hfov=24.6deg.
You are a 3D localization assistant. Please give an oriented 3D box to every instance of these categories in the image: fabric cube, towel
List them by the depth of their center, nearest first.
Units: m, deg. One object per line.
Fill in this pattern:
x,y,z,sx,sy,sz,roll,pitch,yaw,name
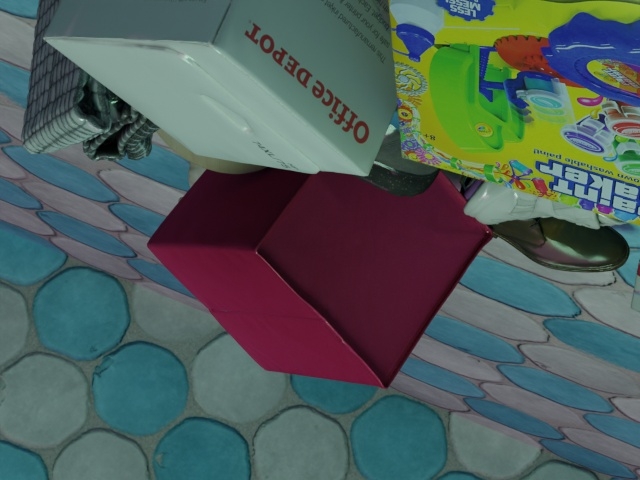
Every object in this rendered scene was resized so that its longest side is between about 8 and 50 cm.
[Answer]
-0.175,-0.215,1.324,0.121,0.283,0.235,9,171,-21,towel
0.000,0.000,1.792,0.259,0.254,0.258,49,155,-25,fabric cube

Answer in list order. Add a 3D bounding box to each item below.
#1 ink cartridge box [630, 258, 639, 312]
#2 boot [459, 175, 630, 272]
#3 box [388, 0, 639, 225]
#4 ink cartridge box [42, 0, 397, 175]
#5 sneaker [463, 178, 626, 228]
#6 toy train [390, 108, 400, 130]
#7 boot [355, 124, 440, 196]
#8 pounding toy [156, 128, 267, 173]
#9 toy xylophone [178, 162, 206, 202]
0.393,0.009,1.586,0.072,0.127,0.175,20,165,14,ink cartridge box
0.263,-0.024,1.762,0.219,0.082,0.106,19,168,20,boot
0.214,-0.162,1.029,0.290,0.177,0.279,17,153,16,box
-0.038,-0.216,1.134,0.197,0.270,0.198,10,160,42,ink cartridge box
0.249,-0.052,1.563,0.152,0.114,0.305,38,165,-3,sneaker
0.144,-0.172,1.274,0.105,0.143,0.248,27,165,-19,toy train
0.013,-0.177,1.491,0.338,0.118,0.222,15,149,-13,boot
-0.090,-0.194,1.696,0.183,0.110,0.237,38,133,-13,pounding toy
-0.075,-0.050,2.179,0.236,0.081,0.323,6,158,48,toy xylophone
